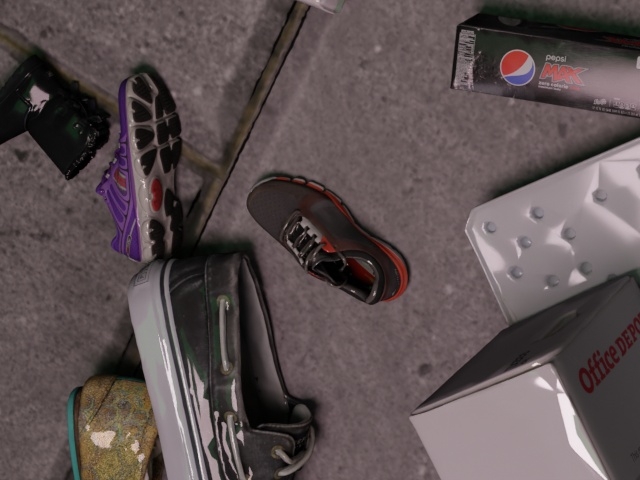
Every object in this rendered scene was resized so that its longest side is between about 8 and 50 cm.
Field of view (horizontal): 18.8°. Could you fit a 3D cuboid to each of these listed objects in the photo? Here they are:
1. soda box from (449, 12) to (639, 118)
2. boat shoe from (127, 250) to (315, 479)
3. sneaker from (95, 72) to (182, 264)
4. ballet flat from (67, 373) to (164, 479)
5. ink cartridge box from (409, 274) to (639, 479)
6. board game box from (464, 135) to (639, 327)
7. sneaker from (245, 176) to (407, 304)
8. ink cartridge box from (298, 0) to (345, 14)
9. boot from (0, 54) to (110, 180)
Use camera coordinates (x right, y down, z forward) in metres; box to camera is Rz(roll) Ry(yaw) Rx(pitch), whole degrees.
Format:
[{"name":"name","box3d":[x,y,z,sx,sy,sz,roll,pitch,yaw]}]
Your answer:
[{"name":"soda box","box3d":[0.190,-0.136,1.503,0.169,0.060,0.053,11,110,20]},{"name":"boat shoe","box3d":[-0.065,0.170,1.663,0.119,0.121,0.335,-15,101,21]},{"name":"sneaker","box3d":[-0.165,-0.061,1.676,0.071,0.068,0.170,9,108,27]},{"name":"ballet flat","box3d":[-0.162,0.289,1.749,0.123,0.123,0.348,5,106,22]},{"name":"ink cartridge box","box3d":[0.217,0.209,1.438,0.129,0.223,0.307,-25,94,28]},{"name":"board game box","box3d":[0.361,0.080,1.494,0.390,0.050,0.390,-24,94,27]},{"name":"sneaker","box3d":[0.000,0.000,1.620,0.158,0.065,0.061,32,114,13]},{"name":"ink cartridge box","box3d":[-0.030,-0.319,1.567,0.181,0.056,0.224,23,93,16]},{"name":"boot","box3d":[-0.249,-0.095,1.716,0.099,0.045,0.121,45,116,3]}]
